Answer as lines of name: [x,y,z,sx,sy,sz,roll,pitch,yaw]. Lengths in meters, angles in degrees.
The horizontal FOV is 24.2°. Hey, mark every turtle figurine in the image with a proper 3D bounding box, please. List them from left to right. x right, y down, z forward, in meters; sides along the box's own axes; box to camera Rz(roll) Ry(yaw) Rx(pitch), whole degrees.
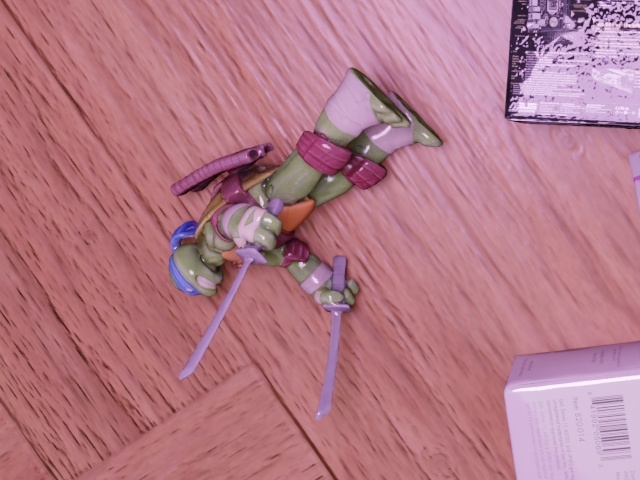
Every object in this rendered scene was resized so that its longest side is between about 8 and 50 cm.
turtle figurine: [0.000,0.000,1.316,0.198,0.274,0.266,36,105,-32]

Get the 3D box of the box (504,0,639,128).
box: [0.254,-0.168,1.264,0.180,0.077,0.147,4,93,18]

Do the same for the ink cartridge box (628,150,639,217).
ink cartridge box: [0.321,-0.026,1.270,0.092,0.143,0.090,-15,115,15]

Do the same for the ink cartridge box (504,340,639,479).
ink cartridge box: [0.353,0.190,1.308,0.353,0.119,0.207,-7,98,15]
